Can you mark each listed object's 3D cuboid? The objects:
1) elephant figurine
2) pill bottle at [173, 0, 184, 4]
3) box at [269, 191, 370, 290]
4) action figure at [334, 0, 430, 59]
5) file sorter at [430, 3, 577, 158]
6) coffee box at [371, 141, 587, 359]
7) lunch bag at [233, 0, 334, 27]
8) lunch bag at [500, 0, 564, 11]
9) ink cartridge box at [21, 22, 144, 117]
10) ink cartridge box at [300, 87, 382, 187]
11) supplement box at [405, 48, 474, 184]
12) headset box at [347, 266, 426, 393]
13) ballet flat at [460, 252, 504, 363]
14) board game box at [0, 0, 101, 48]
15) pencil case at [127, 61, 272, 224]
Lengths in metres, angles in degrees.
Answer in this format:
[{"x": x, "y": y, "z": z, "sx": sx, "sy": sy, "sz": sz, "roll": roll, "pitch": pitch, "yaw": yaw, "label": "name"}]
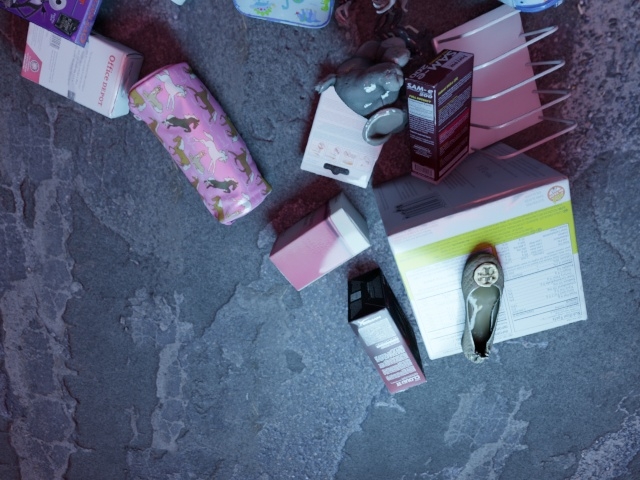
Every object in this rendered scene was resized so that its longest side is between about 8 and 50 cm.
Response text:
[{"x": 0.137, "y": -0.288, "z": 0.885, "sx": 0.186, "sy": 0.169, "sz": 0.239, "roll": 14, "pitch": 152, "yaw": 31, "label": "elephant figurine"}, {"x": -0.259, "y": -0.607, "z": 0.836, "sx": 0.221, "sy": 0.121, "sz": 0.121, "roll": -41, "pitch": 106, "yaw": 19, "label": "pill bottle"}, {"x": 0.000, "y": 0.000, "z": 1.080, "sx": 0.232, "sy": 0.148, "sz": 0.126, "roll": -34, "pitch": 107, "yaw": 16, "label": "box"}, {"x": 0.121, "y": -0.496, "z": 0.844, "sx": 0.141, "sy": 0.164, "sz": 0.275, "roll": -41, "pitch": 118, "yaw": -15, "label": "action figure"}, {"x": 0.396, "y": -0.342, "z": 0.876, "sx": 0.193, "sy": 0.173, "sz": 0.277, "roll": -25, "pitch": 110, "yaw": 4, "label": "file sorter"}, {"x": 0.344, "y": 0.011, "z": 0.961, "sx": 0.339, "sy": 0.337, "sz": 0.334, "roll": -19, "pitch": 113, "yaw": 11, "label": "coffee box"}, {"x": -0.074, "y": -0.537, "z": 0.840, "sx": 0.219, "sy": 0.090, "sz": 0.176, "roll": 10, "pitch": 154, "yaw": 1, "label": "lunch bag"}, {"x": 0.404, "y": -0.547, "z": 0.726, "sx": 0.243, "sy": 0.303, "sz": 0.115, "roll": -36, "pitch": 135, "yaw": 16, "label": "lunch bag"}, {"x": -0.550, "y": -0.409, "z": 0.959, "sx": 0.218, "sy": 0.092, "sz": 0.158, "roll": 26, "pitch": 113, "yaw": -6, "label": "ink cartridge box"}, {"x": 0.066, "y": -0.263, "z": 1.014, "sx": 0.181, "sy": 0.056, "sz": 0.224, "roll": 16, "pitch": 118, "yaw": -4, "label": "ink cartridge box"}, {"x": 0.249, "y": -0.250, "z": 0.855, "sx": 0.130, "sy": 0.073, "sz": 0.239, "roll": -41, "pitch": 141, "yaw": -21, "label": "supplement box"}, {"x": 0.187, "y": 0.257, "z": 1.147, "sx": 0.110, "sy": 0.218, "sz": 0.293, "roll": -25, "pitch": 110, "yaw": 14, "label": "headset box"}, {"x": 0.316, "y": 0.142, "z": 0.805, "sx": 0.084, "sy": 0.058, "sz": 0.249, "roll": -1, "pitch": 116, "yaw": 3, "label": "ballet flat"}, {"x": -0.532, "y": -0.611, "z": 0.841, "sx": 0.208, "sy": 0.056, "sz": 0.346, "roll": 23, "pitch": 97, "yaw": -12, "label": "board game box"}, {"x": -0.281, "y": -0.222, "z": 0.993, "sx": 0.167, "sy": 0.160, "sz": 0.386, "roll": -13, "pitch": 118, "yaw": 46, "label": "pencil case"}]
